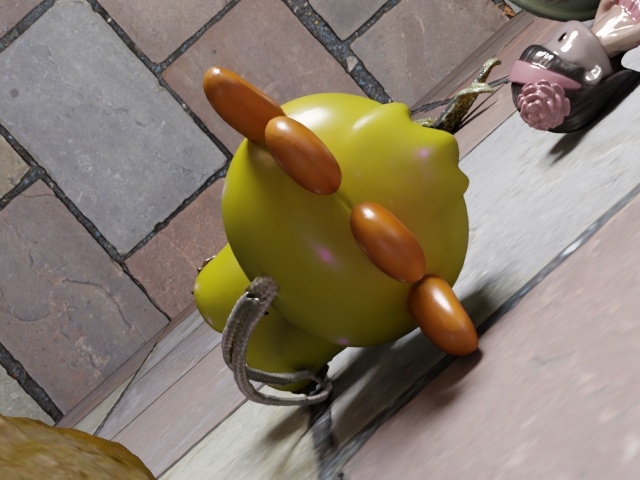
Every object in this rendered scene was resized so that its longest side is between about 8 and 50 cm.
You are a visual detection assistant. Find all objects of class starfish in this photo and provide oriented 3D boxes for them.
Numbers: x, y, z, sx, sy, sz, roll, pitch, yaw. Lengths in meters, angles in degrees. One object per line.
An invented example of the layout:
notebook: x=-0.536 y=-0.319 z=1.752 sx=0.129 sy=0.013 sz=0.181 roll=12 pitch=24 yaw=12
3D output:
starfish: x=0.107 y=-0.126 z=1.254 sx=0.208 sy=0.053 sz=0.176 roll=-30 pitch=-1 yaw=41

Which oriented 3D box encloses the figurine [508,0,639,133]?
figurine: x=0.164 y=-0.106 z=0.653 sx=0.129 sy=0.054 sz=0.072 roll=-34 pitch=20 yaw=5

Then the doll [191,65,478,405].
doll: x=0.000 y=0.000 z=0.503 sx=0.135 sy=0.143 sz=0.221 roll=-40 pitch=-3 yaw=-9

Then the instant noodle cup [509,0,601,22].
instant noodle cup: x=0.244 y=-0.317 z=0.969 sx=0.235 sy=0.235 sz=0.178 roll=-43 pitch=13 yaw=-23

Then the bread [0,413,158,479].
bread: x=-0.139 y=0.143 z=0.354 sx=0.230 sy=0.123 sz=0.230 roll=-42 pitch=7 yaw=6
